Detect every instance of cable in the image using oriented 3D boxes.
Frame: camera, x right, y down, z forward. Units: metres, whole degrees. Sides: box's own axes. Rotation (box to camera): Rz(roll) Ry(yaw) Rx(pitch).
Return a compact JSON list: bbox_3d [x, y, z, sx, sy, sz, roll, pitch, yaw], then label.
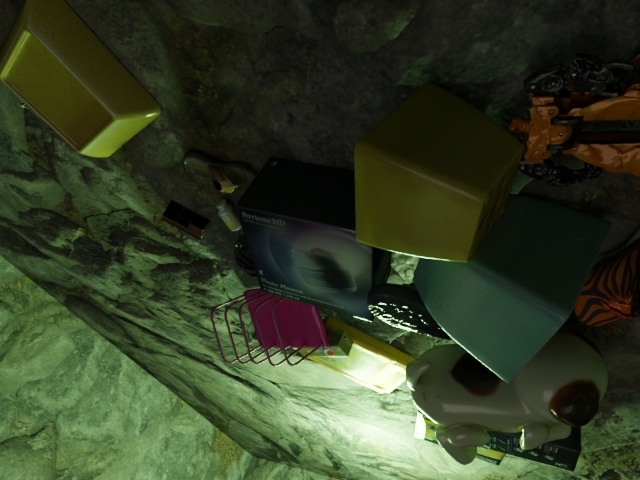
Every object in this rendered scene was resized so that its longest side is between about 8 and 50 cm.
[{"bbox_3d":[-0.181,0.046,1.250,0.150,0.047,0.184,27,145,8],"label":"cable"}]

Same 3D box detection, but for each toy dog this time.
[{"bbox_3d":[0.445,0.321,1.025,0.407,0.285,0.395,-27,120,39],"label":"toy dog"}]

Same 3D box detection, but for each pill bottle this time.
[{"bbox_3d":[-0.241,-0.068,1.149,0.043,0.043,0.083,-4,132,33],"label":"pill bottle"}]

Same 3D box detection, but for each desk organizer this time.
[{"bbox_3d":[-0.385,-0.059,1.242,0.130,0.047,0.050,28,140,-2],"label":"desk organizer"}]

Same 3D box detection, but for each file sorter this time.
[{"bbox_3d":[-0.162,0.260,1.306,0.290,0.182,0.202,-12,97,39],"label":"file sorter"}]

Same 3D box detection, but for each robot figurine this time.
[{"bbox_3d":[0.421,-0.168,0.612,0.290,0.085,0.211,7,138,23],"label":"robot figurine"}]

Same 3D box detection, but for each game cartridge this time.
[{"bbox_3d":[0.129,0.398,1.460,0.323,0.053,0.285,27,142,3],"label":"game cartridge"}]

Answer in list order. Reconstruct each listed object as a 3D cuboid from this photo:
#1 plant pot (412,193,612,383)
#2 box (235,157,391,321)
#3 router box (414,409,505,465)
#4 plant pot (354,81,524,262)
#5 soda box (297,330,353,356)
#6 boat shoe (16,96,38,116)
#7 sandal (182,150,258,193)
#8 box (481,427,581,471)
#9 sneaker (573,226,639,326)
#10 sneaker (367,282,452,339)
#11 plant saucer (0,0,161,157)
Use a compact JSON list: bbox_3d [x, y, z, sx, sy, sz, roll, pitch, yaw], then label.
[{"bbox_3d":[0.322,0.057,0.812,0.252,0.247,0.248,31,145,22],"label":"plant pot"},{"bbox_3d":[0.000,0.000,0.976,0.296,0.183,0.294,12,138,18],"label":"box"},{"bbox_3d":[0.494,0.662,1.524,0.308,0.081,0.243,12,140,19],"label":"router box"},{"bbox_3d":[0.191,-0.090,0.692,0.187,0.212,0.212,29,146,28],"label":"plant pot"},{"bbox_3d":[0.009,0.325,1.362,0.181,0.058,0.061,-12,128,39],"label":"soda box"},{"bbox_3d":[-0.764,-0.361,1.125,0.100,0.035,0.035,43,140,-20],"label":"boat shoe"},{"bbox_3d":[-0.239,-0.153,1.036,0.219,0.060,0.090,21,142,8],"label":"sandal"},{"bbox_3d":[0.578,0.512,1.234,0.270,0.165,0.143,5,137,26],"label":"box"},{"bbox_3d":[0.552,0.103,0.767,0.124,0.180,0.321,19,141,10],"label":"sneaker"},{"bbox_3d":[0.228,0.128,0.961,0.319,0.131,0.112,23,143,-31],"label":"sneaker"},{"bbox_3d":[-0.584,-0.349,1.000,0.332,0.081,0.333,-16,125,41],"label":"plant saucer"}]
